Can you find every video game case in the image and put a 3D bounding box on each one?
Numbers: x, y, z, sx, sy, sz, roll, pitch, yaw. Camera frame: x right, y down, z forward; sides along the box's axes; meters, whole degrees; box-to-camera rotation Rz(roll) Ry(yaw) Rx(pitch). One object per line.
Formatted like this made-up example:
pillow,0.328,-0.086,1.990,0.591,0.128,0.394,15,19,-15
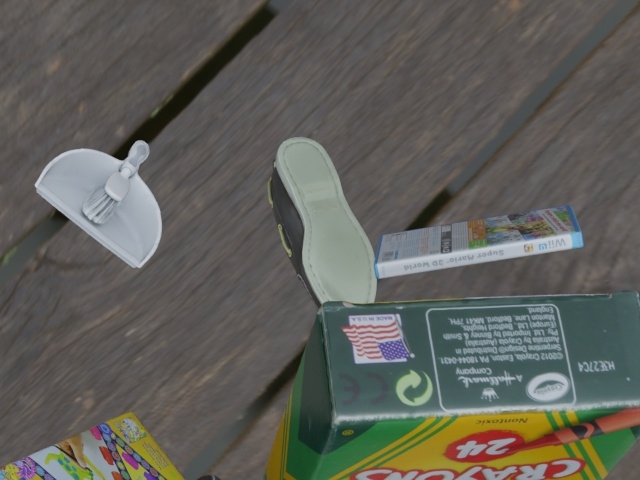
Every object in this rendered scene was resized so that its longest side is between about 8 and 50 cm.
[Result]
video game case,0.129,0.000,1.283,0.166,0.119,0.015,-9,100,7

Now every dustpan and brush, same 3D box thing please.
dustpan and brush,-0.227,-0.064,1.734,0.147,0.211,0.060,39,105,-10

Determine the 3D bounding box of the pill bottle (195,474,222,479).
pill bottle,-0.058,0.314,1.308,0.219,0.123,0.123,47,73,-7

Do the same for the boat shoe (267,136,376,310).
boat shoe,0.000,0.000,1.672,0.081,0.069,0.228,-5,61,-23

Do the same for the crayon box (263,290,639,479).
crayon box,0.077,0.142,1.032,0.202,0.318,0.081,-2,62,-10

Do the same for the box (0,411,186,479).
box,-0.281,0.336,1.446,0.290,0.279,0.177,-42,81,18
